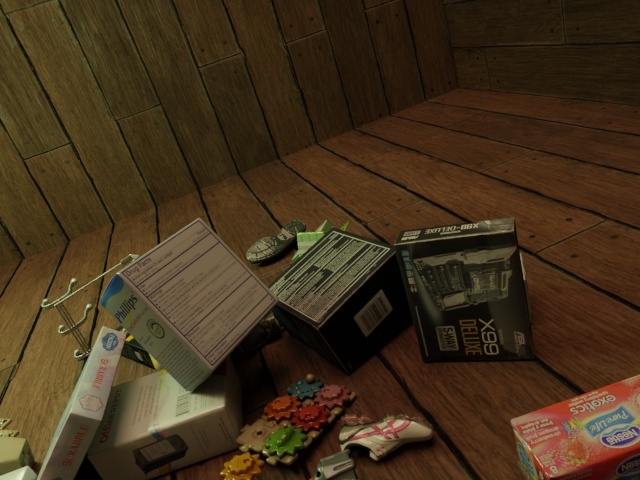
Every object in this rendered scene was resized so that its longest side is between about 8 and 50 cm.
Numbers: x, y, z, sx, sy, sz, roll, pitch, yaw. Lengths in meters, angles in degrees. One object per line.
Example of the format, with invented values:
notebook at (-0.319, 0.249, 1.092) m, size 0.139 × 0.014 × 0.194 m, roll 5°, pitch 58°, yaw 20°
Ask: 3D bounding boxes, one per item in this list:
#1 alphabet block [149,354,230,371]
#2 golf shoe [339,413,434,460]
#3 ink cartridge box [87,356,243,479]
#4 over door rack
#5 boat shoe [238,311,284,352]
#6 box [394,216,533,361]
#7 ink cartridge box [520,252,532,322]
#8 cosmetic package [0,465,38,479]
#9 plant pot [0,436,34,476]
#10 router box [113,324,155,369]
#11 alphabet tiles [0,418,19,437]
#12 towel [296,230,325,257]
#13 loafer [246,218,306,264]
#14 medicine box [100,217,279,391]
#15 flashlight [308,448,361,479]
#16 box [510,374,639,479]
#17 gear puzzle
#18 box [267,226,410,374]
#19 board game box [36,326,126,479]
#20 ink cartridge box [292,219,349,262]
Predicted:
alphabet block at (-0.343, 0.232, 1.374) m, size 0.192 × 0.197 × 0.193 m, roll 16°, pitch 6°, yaw -30°
golf shoe at (0.127, 0.383, 0.984) m, size 0.186 × 0.067 × 0.086 m, roll -9°, pitch 53°, yaw 20°
ink cartridge box at (-0.341, 0.404, 1.177) m, size 0.306 × 0.131 × 0.226 m, roll -20°, pitch 24°, yaw -1°
over door rack at (-0.725, 0.217, 1.719) m, size 0.324 × 0.240 × 0.108 m, roll -32°, pitch 33°, yaw -26°
boat shoe at (-0.143, 0.237, 1.449) m, size 0.073 × 0.080 × 0.223 m, roll -4°, pitch 23°, yaw 40°
box at (0.314, 0.115, 1.104) m, size 0.242 × 0.307 × 0.076 m, roll -6°, pitch 23°, yaw 24°
ink cartridge box at (0.410, 0.122, 1.236) m, size 0.176 × 0.128 × 0.127 m, roll -8°, pitch 26°, yaw 21°
cosmetic package at (-0.678, 0.601, 1.062) m, size 0.117 × 0.085 × 0.231 m, roll -20°, pitch 26°, yaw -2°
plant pot at (-0.759, 0.540, 1.229) m, size 0.096 × 0.109 × 0.109 m, roll -10°, pitch 23°, yaw -11°
router box at (-0.482, 0.263, 1.634) m, size 0.243 × 0.081 × 0.309 m, roll 5°, pitch 34°, yaw 41°
alphabet tiles at (-0.961, 0.572, 1.414) m, size 0.237 × 0.009 × 0.198 m, roll -7°, pitch 26°, yaw 24°
towel at (-0.020, 0.046, 1.685) m, size 0.113 × 0.152 × 0.023 m, roll -2°, pitch 6°, yaw 30°
loafer at (-0.161, 0.022, 1.944) m, size 0.267 × 0.084 × 0.096 m, roll -34°, pitch 59°, yaw -23°
medicine box at (-0.292, 0.139, 1.173) m, size 0.149 × 0.289 × 0.263 m, roll -44°, pitch 0°, yaw 42°
flashlight at (-0.076, 0.461, 0.905) m, size 0.304 × 0.103 × 0.103 m, roll -22°, pitch 21°, yaw -4°
box at (0.446, 0.322, 0.790) m, size 0.256 × 0.128 × 0.123 m, roll -18°, pitch 24°, yaw -1°
gear puzzle at (-0.085, 0.386, 1.073) m, size 0.175 × 0.044 × 0.339 m, roll 3°, pitch 23°, yaw 39°
box at (0.054, 0.141, 1.337) m, size 0.296 × 0.183 × 0.294 m, roll -42°, pitch 31°, yaw -19°
board game box at (-0.549, 0.411, 1.152) m, size 0.319 × 0.066 × 0.318 m, roll -61°, pitch 20°, yaw 15°
ink cartridge box at (0.000, 0.000, 1.746) m, size 0.209 × 0.062 × 0.109 m, roll -44°, pitch 10°, yaw 32°
